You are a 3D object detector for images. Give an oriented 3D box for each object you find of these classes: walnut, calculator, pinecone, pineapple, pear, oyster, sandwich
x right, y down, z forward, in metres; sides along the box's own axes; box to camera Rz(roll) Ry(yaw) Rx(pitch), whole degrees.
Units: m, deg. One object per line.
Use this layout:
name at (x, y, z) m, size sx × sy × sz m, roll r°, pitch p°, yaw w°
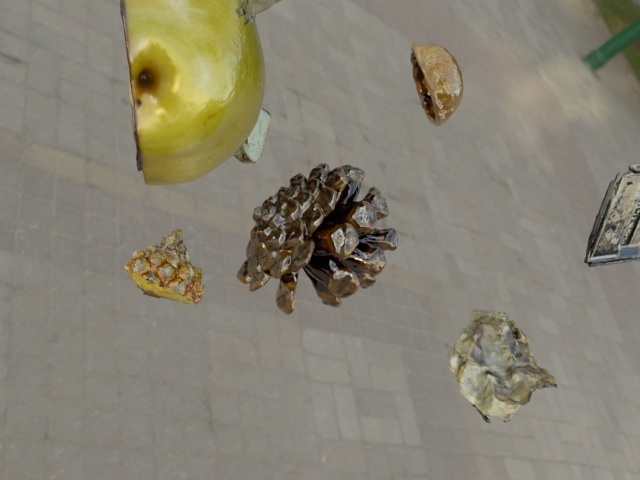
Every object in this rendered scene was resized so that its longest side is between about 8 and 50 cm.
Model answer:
walnut at (0.244, -0.325, 1.485) m, size 0.211 × 0.087 × 0.167 m, roll 49°, pitch 24°, yaw -78°
calculator at (0.513, -0.043, 1.082) m, size 0.274 × 0.165 × 0.028 m, roll -5°, pitch 35°, yaw -25°
pinecone at (0.002, 0.001, 1.035) m, size 0.202 × 0.229 × 0.201 m, roll 43°, pitch 11°, yaw 36°
pineapple at (-0.205, 0.035, 0.990) m, size 0.114 × 0.077 × 0.114 m, roll 27°, pitch 48°, yaw -17°
pear at (-0.175, -0.250, 1.022) m, size 0.191 × 0.340 × 0.386 m, roll -7°, pitch 26°, yaw -14°
oyster at (0.372, 0.242, 1.591) m, size 0.354 × 0.201 × 0.107 m, roll -105°, pitch -178°, yaw -65°
sandwich at (-0.126, -0.185, 1.238) m, size 0.093 × 0.036 × 0.105 m, roll 21°, pitch 78°, yaw -61°

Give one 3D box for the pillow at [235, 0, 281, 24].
pillow at (0.055, -0.195, 0.306) m, size 0.050 × 0.148 × 0.230 m, roll 46°, pitch 74°, yaw -1°
